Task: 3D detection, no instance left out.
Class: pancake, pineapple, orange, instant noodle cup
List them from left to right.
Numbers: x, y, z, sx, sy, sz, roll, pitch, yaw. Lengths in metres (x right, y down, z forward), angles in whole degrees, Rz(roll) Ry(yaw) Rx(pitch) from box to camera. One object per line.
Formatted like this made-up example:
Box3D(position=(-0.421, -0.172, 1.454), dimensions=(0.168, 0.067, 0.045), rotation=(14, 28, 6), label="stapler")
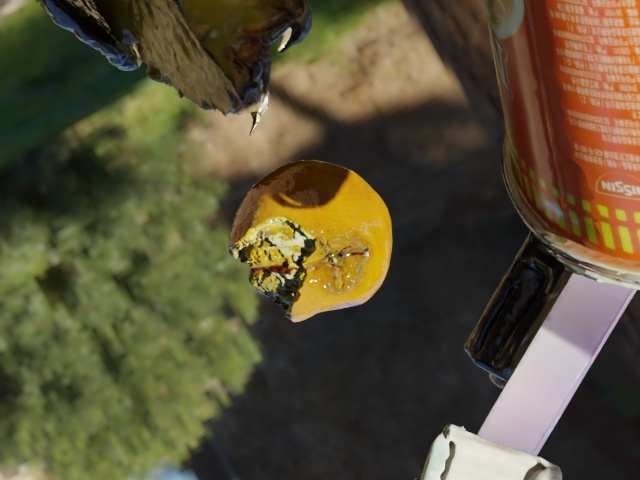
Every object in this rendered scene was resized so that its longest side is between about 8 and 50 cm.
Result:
Box3D(position=(-0.182, -0.183, 1.251), dimensions=(0.021, 0.199, 0.199), rotation=(-41, -178, 8), label="pancake")
Box3D(position=(-0.084, -0.210, 1.199), dimensions=(0.158, 0.334, 0.161), rotation=(-36, 161, -16), label="pineapple")
Box3D(position=(0.000, 0.000, 1.005), dimensions=(0.086, 0.086, 0.062), rotation=(-30, -159, -22), label="orange")
Box3D(position=(0.140, -0.116, 0.790), dimensions=(0.193, 0.212, 0.193), rotation=(-12, -136, 12), label="instant noodle cup")

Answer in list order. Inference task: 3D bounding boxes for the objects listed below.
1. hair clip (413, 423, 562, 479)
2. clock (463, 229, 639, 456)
Box3D(position=(0.029, 0.167, 0.702), dimensions=(0.218, 0.159, 0.071), rotation=(-80, -173, -45), label="hair clip")
Box3D(position=(0.130, 0.024, 1.046), dimensions=(0.198, 0.064, 0.172), rotation=(-62, 173, 22), label="clock")
